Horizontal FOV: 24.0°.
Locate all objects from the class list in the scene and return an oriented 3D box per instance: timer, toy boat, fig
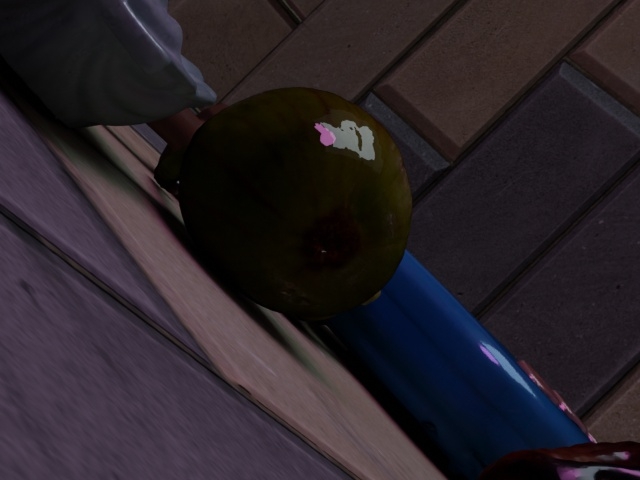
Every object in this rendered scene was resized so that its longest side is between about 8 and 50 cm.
[{"bbox_3d":[0.131,0.133,1.369,0.309,0.115,0.340,48,2,35],"label":"timer"},{"bbox_3d":[-0.152,-0.141,0.935,0.199,0.100,0.290,50,-2,-11],"label":"toy boat"},{"bbox_3d":[-0.041,-0.050,1.044,0.151,0.151,0.259,45,-2,-34],"label":"fig"}]

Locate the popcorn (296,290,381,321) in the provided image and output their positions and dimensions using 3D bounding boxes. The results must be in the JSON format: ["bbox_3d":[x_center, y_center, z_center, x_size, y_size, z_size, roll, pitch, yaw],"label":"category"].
[{"bbox_3d":[0.000,0.000,1.208,0.126,0.126,0.145,53,3,-30],"label":"popcorn"}]

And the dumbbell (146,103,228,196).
[{"bbox_3d":[-0.141,-0.119,1.180,0.231,0.092,0.082,45,29,-31],"label":"dumbbell"}]

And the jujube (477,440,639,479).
[{"bbox_3d":[0.194,0.193,0.876,0.236,0.168,0.168,26,11,-28],"label":"jujube"}]
